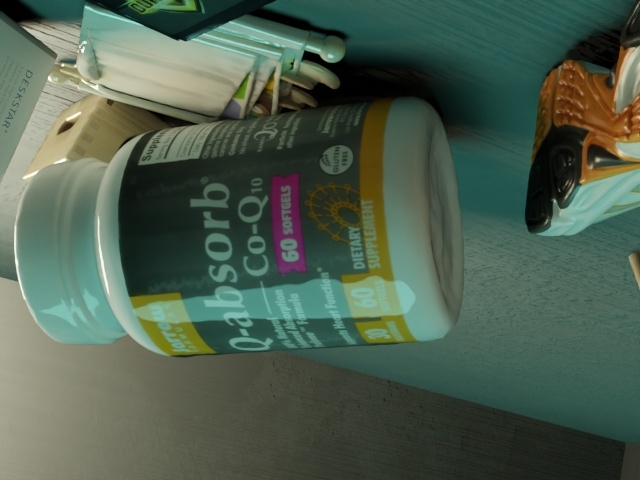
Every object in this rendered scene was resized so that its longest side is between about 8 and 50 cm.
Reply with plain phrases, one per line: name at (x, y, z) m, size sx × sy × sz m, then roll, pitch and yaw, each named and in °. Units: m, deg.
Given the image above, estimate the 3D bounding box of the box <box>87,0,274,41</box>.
box at (-0.076, -0.154, 0.419) m, size 0.175 × 0.051 × 0.220 m, roll 20°, pitch 167°, yaw -32°

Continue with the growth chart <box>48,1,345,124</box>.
growth chart at (-0.088, -0.114, 0.704) m, size 0.172 × 0.021 × 0.237 m, roll 16°, pitch 168°, yaw -17°

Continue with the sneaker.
sneaker at (0.187, -0.051, 0.533) m, size 0.121 × 0.099 × 0.262 m, roll 9°, pitch 170°, yaw -7°

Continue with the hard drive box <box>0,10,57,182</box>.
hard drive box at (-0.284, -0.087, 0.620) m, size 0.089 × 0.181 × 0.232 m, roll 18°, pitch 171°, yaw 25°

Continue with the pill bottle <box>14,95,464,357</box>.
pill bottle at (-0.051, -0.003, 0.716) m, size 0.278 × 0.162 × 0.162 m, roll -6°, pitch 163°, yaw 17°

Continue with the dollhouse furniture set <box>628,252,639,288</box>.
dollhouse furniture set at (0.381, 0.034, 0.898) m, size 0.144 × 0.123 × 0.151 m, roll 18°, pitch 133°, yaw -24°

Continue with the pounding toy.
pounding toy at (-0.143, -0.066, 0.859) m, size 0.130 × 0.100 × 0.141 m, roll 35°, pitch 157°, yaw -25°
